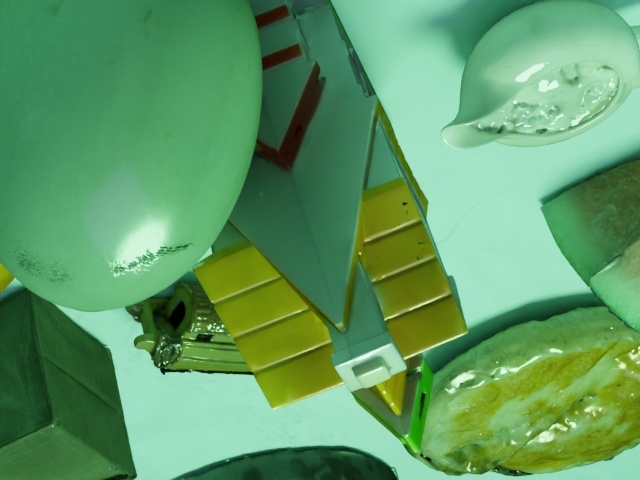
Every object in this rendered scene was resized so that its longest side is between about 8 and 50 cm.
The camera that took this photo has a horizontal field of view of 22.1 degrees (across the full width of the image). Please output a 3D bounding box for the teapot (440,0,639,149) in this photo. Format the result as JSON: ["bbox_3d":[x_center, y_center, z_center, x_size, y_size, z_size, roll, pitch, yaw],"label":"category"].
[{"bbox_3d":[0.193,-0.138,1.319,0.226,0.092,0.145,-15,150,-6],"label":"teapot"}]

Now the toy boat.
[{"bbox_3d":[-0.074,0.084,1.542,0.226,0.068,0.088,7,134,-32],"label":"toy boat"}]

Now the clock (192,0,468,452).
[{"bbox_3d":[0.001,0.000,1.233,0.166,0.310,0.235,-23,146,6],"label":"clock"}]

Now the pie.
[{"bbox_3d":[0.248,0.175,1.821,0.339,0.077,0.339,-9,144,-7],"label":"pie"}]

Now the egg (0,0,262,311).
[{"bbox_3d":[-0.140,-0.093,1.087,0.202,0.283,0.203,7,-178,0],"label":"egg"}]

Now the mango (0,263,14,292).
[{"bbox_3d":[-0.309,-0.064,1.128,0.120,0.177,0.295,-19,135,24],"label":"mango"}]

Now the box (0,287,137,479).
[{"bbox_3d":[-0.312,0.177,1.490,0.231,0.155,0.149,-24,146,12],"label":"box"}]

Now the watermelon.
[{"bbox_3d":[0.368,-0.029,1.548,0.256,0.140,0.193,-41,137,16],"label":"watermelon"}]

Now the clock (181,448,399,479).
[{"bbox_3d":[-0.077,0.375,1.958,0.386,0.076,0.386,-12,146,-8],"label":"clock"}]
